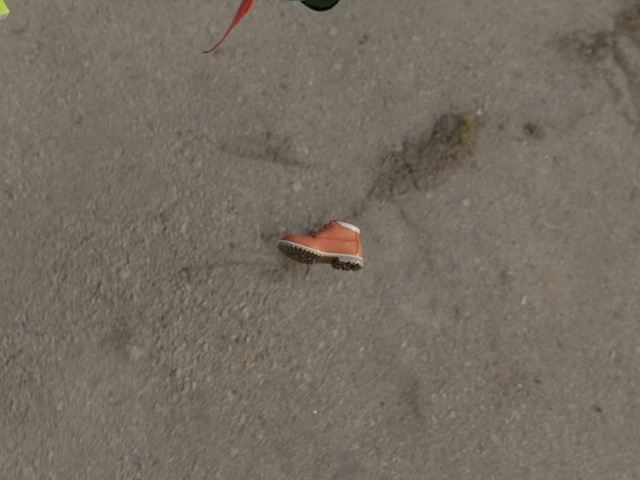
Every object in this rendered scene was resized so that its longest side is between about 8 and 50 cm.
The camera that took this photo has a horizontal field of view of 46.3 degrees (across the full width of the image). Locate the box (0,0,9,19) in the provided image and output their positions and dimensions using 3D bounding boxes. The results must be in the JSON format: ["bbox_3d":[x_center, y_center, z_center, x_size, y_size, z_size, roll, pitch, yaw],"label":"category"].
[{"bbox_3d":[-0.692,-0.498,1.430,0.109,0.042,0.178,-34,101,-37],"label":"box"}]

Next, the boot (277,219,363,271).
[{"bbox_3d":[0.000,0.000,1.316,0.157,0.059,0.085,11,69,-20],"label":"boot"}]

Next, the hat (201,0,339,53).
[{"bbox_3d":[-0.079,-0.396,1.101,0.183,0.209,0.173,-27,30,-30],"label":"hat"}]
